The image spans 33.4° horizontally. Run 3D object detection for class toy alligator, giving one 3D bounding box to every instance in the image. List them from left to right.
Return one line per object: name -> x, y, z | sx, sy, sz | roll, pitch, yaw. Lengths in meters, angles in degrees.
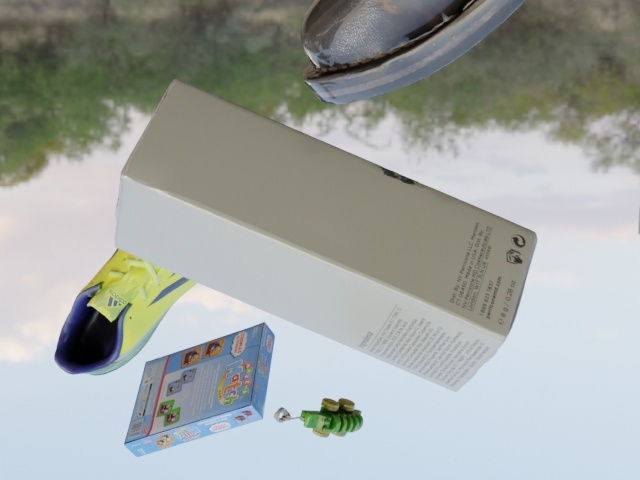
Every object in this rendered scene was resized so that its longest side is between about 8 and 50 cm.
toy alligator -> 0.011, 0.279, 1.653 | 0.190, 0.056, 0.051 | 8, -168, -46

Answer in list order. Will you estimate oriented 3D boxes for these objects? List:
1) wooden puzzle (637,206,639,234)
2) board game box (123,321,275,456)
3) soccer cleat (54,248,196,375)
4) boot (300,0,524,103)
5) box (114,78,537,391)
wooden puzzle -> 0.364, 0.003, 1.136 | 0.014, 0.116, 0.078 | -36, -127, -5
board game box -> -0.171, 0.213, 1.529 | 0.211, 0.039, 0.160 | -21, -144, 22
soccer cleat -> -0.188, 0.035, 1.132 | 0.093, 0.289, 0.121 | 40, -157, 11
boot -> 0.014, -0.187, 0.304 | 0.263, 0.229, 0.091 | -41, -170, 40
box -> 0.000, 0.000, 0.748 | 0.275, 0.094, 0.113 | 24, 150, -2
